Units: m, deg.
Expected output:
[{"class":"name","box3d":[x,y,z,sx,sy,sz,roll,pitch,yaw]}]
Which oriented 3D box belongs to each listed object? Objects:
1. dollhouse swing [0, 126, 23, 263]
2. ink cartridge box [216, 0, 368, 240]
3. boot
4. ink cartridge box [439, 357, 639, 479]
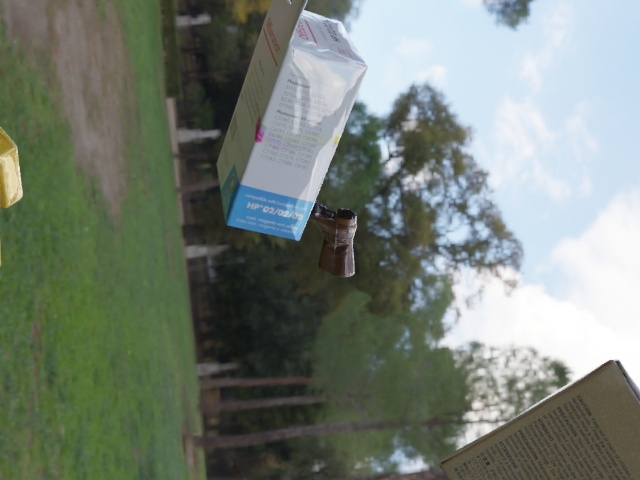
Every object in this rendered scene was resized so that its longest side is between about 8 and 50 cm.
[{"class":"dollhouse swing","box3d":[-0.601,-0.035,1.112,0.315,0.347,0.305,49,-34,-2]},{"class":"ink cartridge box","box3d":[-0.020,-0.105,0.651,0.104,0.061,0.181,-108,-145,-57]},{"class":"boot","box3d":[0.000,0.000,1.261,0.037,0.106,0.114,-59,159,-46]},{"class":"ink cartridge box","box3d":[0.254,0.255,0.807,0.235,0.193,0.088,60,13,15]}]
